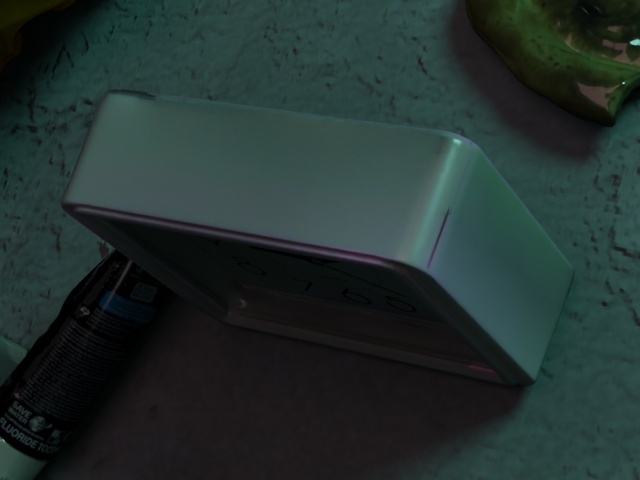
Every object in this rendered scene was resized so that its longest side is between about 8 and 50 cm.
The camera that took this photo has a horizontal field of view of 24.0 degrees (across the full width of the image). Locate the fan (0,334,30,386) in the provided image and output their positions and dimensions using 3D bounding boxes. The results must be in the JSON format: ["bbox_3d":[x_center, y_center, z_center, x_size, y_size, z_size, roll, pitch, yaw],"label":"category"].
[{"bbox_3d":[-0.266,0.034,0.907,0.282,0.023,0.057,29,86,34],"label":"fan"}]

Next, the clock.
[{"bbox_3d":[0.000,0.000,0.690,0.197,0.150,0.063,10,71,32],"label":"clock"}]

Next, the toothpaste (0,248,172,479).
[{"bbox_3d":[-0.123,0.056,0.794,0.045,0.071,0.193,40,97,22],"label":"toothpaste"}]

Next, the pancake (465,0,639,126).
[{"bbox_3d":[0.179,-0.156,0.734,0.235,0.029,0.212,-22,58,18],"label":"pancake"}]

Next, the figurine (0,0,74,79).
[{"bbox_3d":[-0.231,-0.208,0.887,0.323,0.196,0.320,-23,52,31],"label":"figurine"}]
